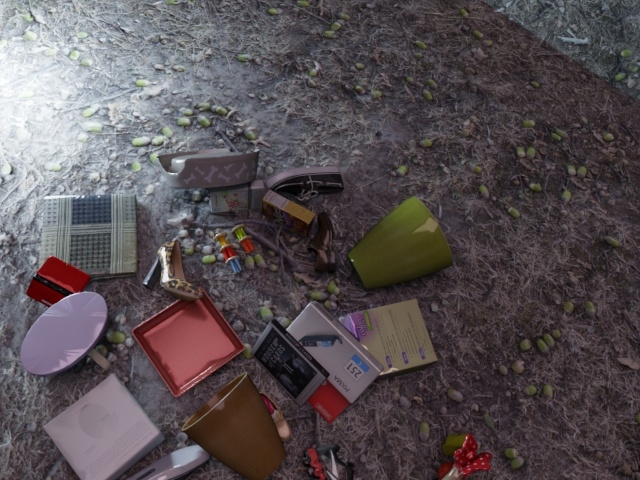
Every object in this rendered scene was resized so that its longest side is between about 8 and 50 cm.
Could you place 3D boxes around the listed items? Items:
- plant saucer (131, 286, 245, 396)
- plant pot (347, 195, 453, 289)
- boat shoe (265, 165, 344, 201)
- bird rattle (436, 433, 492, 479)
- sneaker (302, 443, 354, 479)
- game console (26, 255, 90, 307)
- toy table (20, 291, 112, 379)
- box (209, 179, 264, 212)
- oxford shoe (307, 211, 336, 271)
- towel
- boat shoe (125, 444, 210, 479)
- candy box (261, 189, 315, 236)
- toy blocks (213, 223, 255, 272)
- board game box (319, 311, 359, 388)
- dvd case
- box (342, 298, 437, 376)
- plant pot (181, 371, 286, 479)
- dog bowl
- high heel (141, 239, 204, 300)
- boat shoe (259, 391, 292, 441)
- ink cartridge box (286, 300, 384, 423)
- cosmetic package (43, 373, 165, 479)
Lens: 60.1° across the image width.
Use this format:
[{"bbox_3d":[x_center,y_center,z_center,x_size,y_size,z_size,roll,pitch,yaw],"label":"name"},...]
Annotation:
[{"bbox_3d":[-0.414,0.318,1.746,0.258,0.048,0.259,-34,74,-21],"label":"plant saucer"},{"bbox_3d":[0.249,0.038,1.879,0.293,0.275,0.275,-29,71,-4],"label":"plant pot"},{"bbox_3d":[-0.050,-0.195,1.999,0.306,0.113,0.105,-9,74,-36],"label":"boat shoe"},{"bbox_3d":[0.407,0.669,1.604,0.143,0.253,0.207,41,90,12],"label":"bird rattle"},{"bbox_3d":[0.056,0.717,1.596,0.135,0.098,0.276,-21,68,-15],"label":"sneaker"},{"bbox_3d":[-0.825,0.143,1.744,0.144,0.124,0.085,31,25,-11],"label":"game console"},{"bbox_3d":[-0.742,0.292,1.647,0.274,0.161,0.252,-40,76,-23],"label":"toy table"},{"bbox_3d":[-0.292,-0.154,1.935,0.186,0.145,0.038,-5,65,-11],"label":"box"},{"bbox_3d":[0.000,0.000,1.941,0.096,0.083,0.227,-2,64,-4],"label":"oxford shoe"},{"bbox_3d":[-0.773,-0.011,1.856,0.312,0.056,0.324,-3,63,-13],"label":"towel"},{"bbox_3d":[-0.439,0.683,1.545,0.301,0.108,0.102,-23,102,-31],"label":"boat shoe"},{"bbox_3d":[-0.116,-0.094,1.953,0.186,0.109,0.053,29,64,7],"label":"candy box"},{"bbox_3d":[-0.281,0.031,1.899,0.123,0.054,0.148,-25,71,-18],"label":"toy blocks"},{"bbox_3d":[0.010,0.344,1.738,0.136,0.035,0.201,39,103,13],"label":"board game box"},{"bbox_3d":[-0.099,0.376,1.699,0.238,0.179,0.029,43,39,12],"label":"dvd case"},{"bbox_3d":[0.220,0.329,1.797,0.242,0.117,0.214,-11,67,-14],"label":"box"},{"bbox_3d":[-0.224,0.554,1.584,0.237,0.237,0.254,-39,91,-23],"label":"plant pot"},{"bbox_3d":[-0.375,-0.249,1.883,0.348,0.349,0.102,-7,105,-12],"label":"dog bowl"},{"bbox_3d":[-0.444,0.089,1.784,0.261,0.093,0.186,12,65,30],"label":"high heel"},{"bbox_3d":[-0.147,0.532,1.676,0.063,0.059,0.170,-35,74,-22],"label":"boat shoe"},{"bbox_3d":[0.001,0.379,1.689,0.296,0.066,0.261,43,103,12],"label":"ink cartridge box"},{"bbox_3d":[-0.601,0.545,1.559,0.224,0.138,0.225,-38,74,-22],"label":"cosmetic package"}]
